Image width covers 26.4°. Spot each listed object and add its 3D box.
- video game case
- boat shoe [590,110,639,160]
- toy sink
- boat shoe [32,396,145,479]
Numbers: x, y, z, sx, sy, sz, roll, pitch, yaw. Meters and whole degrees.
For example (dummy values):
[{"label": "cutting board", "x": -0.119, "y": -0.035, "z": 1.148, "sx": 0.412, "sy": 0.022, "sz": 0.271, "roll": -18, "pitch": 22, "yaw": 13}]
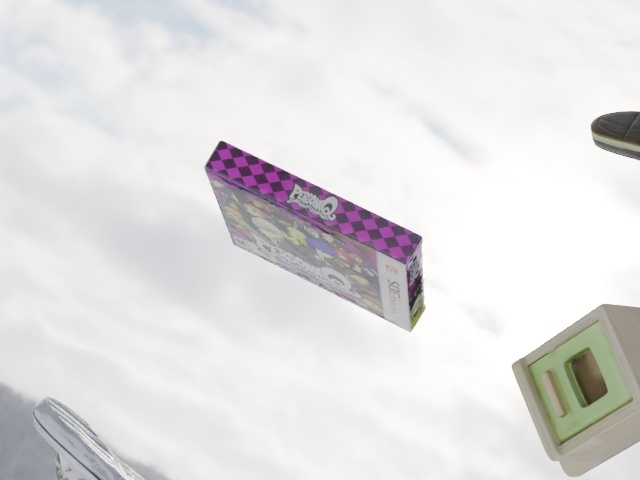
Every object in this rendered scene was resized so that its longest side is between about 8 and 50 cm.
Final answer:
[{"label": "video game case", "x": 0.000, "y": 0.000, "z": 1.421, "sx": 0.232, "sy": 0.042, "sz": 0.210, "roll": 26, "pitch": -18, "yaw": 14}, {"label": "boat shoe", "x": 0.441, "y": -0.104, "z": 1.677, "sx": 0.223, "sy": 0.080, "sz": 0.073, "roll": 10, "pitch": -49, "yaw": 17}, {"label": "toy sink", "x": 0.359, "y": 0.210, "z": 1.852, "sx": 0.131, "sy": 0.153, "sz": 0.234, "roll": 7, "pitch": -36, "yaw": -42}, {"label": "boat shoe", "x": -0.284, "y": 0.286, "z": 1.662, "sx": 0.226, "sy": 0.076, "sz": 0.083, "roll": 50, "pitch": 1, "yaw": -26}]
